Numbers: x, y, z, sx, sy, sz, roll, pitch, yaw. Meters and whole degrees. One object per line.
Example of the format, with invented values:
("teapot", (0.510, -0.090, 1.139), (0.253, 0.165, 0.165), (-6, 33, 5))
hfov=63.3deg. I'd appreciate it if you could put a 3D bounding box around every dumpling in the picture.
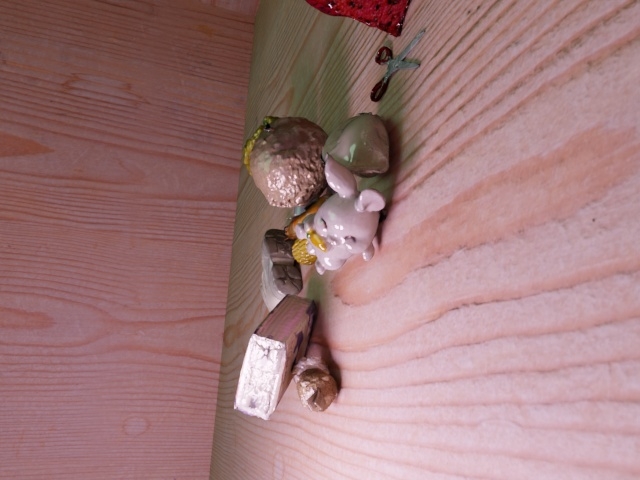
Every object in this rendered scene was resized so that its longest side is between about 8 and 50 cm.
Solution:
("dumpling", (0.083, -0.223, 1.264), (0.247, 0.172, 0.142), (-98, -7, -49))

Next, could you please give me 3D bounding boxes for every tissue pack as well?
("tissue pack", (-0.122, 0.321, 1.492), (0.344, 0.125, 0.242), (-43, -31, -71))

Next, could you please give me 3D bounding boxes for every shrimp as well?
("shrimp", (-0.042, -0.065, 1.494), (0.150, 0.068, 0.249), (-47, 8, -39))

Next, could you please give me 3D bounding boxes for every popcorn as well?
("popcorn", (-0.161, -0.325, 1.935), (0.282, 0.247, 0.282), (-45, 30, 35))

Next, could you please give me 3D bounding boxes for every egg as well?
("egg", (-0.083, -0.239, 1.574), (0.310, 0.279, 0.279), (-56, -3, -42))

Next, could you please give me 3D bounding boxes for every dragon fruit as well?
("dragon fruit", (0.089, -0.610, 1.264), (0.240, 0.330, 0.302), (65, 147, 21))

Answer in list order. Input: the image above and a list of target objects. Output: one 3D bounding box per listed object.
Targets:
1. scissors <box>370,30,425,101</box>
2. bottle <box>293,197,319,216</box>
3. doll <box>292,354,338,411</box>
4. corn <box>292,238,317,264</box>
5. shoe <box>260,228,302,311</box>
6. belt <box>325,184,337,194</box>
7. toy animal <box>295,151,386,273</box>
("scissors", (0.185, -0.433, 1.275), (0.248, 0.017, 0.144), (-175, 92, -71))
("bottle", (-0.035, -0.215, 1.751), (0.082, 0.082, 0.286), (176, 101, -72))
("doll", (-0.010, 0.383, 1.361), (0.221, 0.105, 0.115), (-144, 48, -72))
("corn", (0.000, 0.000, 1.533), (0.293, 0.106, 0.106), (144, 132, -61))
("shoe", (-0.168, 0.120, 1.930), (0.342, 0.132, 0.210), (-103, 30, -41))
("belt", (0.045, -0.151, 1.522), (0.071, 0.053, 0.232), (-108, 31, -59))
("toy animal", (0.050, -0.049, 1.227), (0.208, 0.154, 0.325), (41, 141, 26))
